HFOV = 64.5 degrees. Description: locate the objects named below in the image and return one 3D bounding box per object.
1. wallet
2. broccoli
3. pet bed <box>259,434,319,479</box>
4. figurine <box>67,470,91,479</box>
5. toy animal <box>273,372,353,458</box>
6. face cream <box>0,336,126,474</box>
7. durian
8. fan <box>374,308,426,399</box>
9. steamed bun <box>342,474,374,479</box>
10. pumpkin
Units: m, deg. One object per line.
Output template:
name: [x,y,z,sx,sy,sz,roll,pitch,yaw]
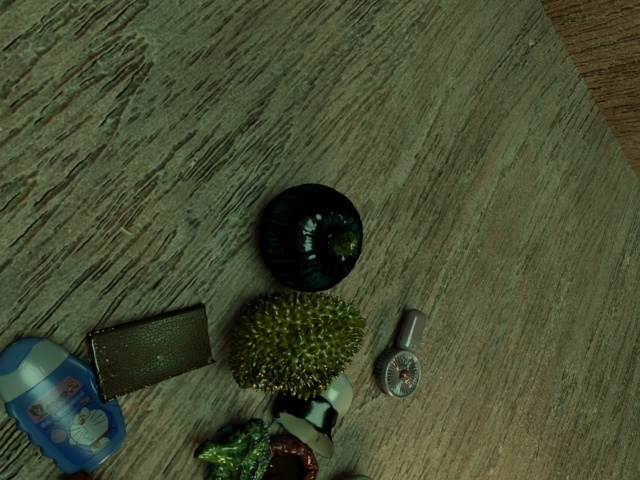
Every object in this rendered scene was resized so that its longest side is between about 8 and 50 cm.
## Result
wallet: [-0.324,0.213,0.995,0.243,0.039,0.132,-12,89,-47]
broccoli: [-0.184,0.445,1.057,0.160,0.167,0.154,32,48,-29]
pet bed: [-0.089,0.547,1.170,0.201,0.053,0.201,-6,99,-37]
figurine: [-0.418,0.511,0.884,0.173,0.173,0.173,0,90,-34]
toy animal: [-0.001,0.382,1.183,0.166,0.138,0.179,47,57,-18]
face cream: [-0.463,0.284,0.903,0.149,0.083,0.264,-45,113,-37]
durian: [-0.049,0.212,1.067,0.293,0.258,0.258,-6,95,10]
fan: [0.227,0.302,1.368,0.130,0.074,0.244,30,74,-30]
steamed bun: [0.077,0.707,1.233,0.211,0.144,0.218,-27,74,-39]
pumpkin: [0.000,0.000,1.116,0.248,0.248,0.247,0,90,-34]
